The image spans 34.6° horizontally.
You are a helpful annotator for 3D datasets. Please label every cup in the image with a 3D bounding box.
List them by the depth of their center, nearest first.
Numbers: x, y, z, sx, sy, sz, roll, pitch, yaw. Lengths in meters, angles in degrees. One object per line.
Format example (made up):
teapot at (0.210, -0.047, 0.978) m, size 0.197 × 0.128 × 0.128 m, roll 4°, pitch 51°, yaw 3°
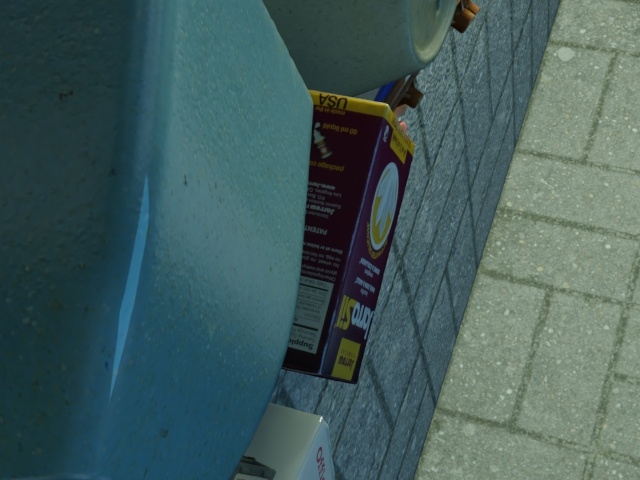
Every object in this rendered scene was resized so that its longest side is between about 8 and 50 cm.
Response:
cup at (-0.013, -0.241, 0.847) m, size 0.331 × 0.237 × 0.331 m, roll 13°, pitch 90°, yaw -72°

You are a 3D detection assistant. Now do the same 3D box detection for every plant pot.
plant pot at (-0.144, 0.007, 0.489) m, size 0.248 × 0.247 × 0.252 m, roll 58°, pitch 28°, yaw -65°

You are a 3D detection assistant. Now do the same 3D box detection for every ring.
ring at (0.079, -0.133, 1.067) m, size 0.336 × 0.032 × 0.336 m, roll -56°, pitch 180°, yaw 1°

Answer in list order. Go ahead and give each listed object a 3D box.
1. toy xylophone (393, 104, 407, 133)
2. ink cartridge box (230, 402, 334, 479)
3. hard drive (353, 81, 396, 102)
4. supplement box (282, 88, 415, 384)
toy xylophone at (0.063, -0.216, 1.344) m, size 0.236 × 0.081 × 0.322 m, roll -43°, pitch 142°, yaw -59°
ink cartridge box at (-0.095, 0.371, 1.190) m, size 0.306 × 0.131 × 0.226 m, roll -62°, pitch 156°, yaw -43°
hard drive at (0.124, -0.275, 1.182) m, size 0.318 × 0.040 × 0.210 m, roll -54°, pitch 174°, yaw -47°
supplement box at (0.000, 0.000, 0.727) m, size 0.104 × 0.081 × 0.188 m, roll 33°, pitch 70°, yaw -71°
